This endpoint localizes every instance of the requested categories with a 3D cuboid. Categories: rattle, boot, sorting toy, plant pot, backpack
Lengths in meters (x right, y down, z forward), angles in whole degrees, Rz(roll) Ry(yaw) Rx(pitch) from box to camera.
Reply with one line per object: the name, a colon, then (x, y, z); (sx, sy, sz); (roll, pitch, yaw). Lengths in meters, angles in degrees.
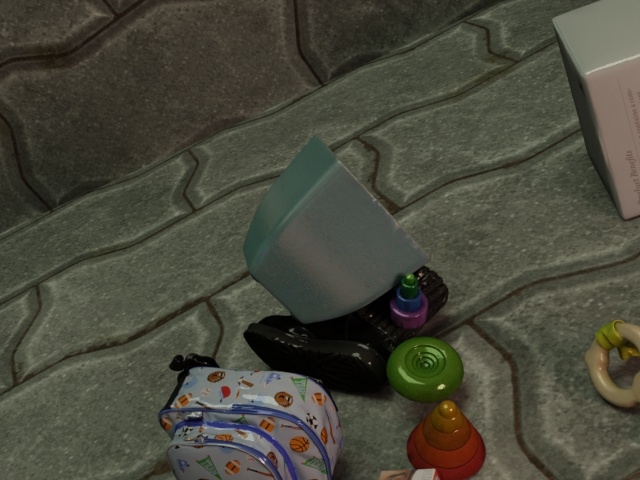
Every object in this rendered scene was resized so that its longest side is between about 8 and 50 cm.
rattle: (0.500, 0.214, 1.364); (0.130, 0.143, 0.199); (-54, 42, 14)
boot: (0.048, 0.150, 1.730); (0.348, 0.131, 0.260); (8, 46, 37)
sorting toy: (0.172, 0.194, 1.452); (0.127, 0.126, 0.365); (-8, 46, -3)
plant pot: (0.000, 0.000, 1.637); (0.252, 0.247, 0.248); (-42, 19, 4)
backpack: (-0.102, 0.321, 1.445); (0.264, 0.276, 0.213); (-9, 36, 15)

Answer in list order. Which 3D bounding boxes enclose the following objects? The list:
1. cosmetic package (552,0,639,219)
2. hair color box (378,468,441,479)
cosmetic package: (0.701, -0.304, 1.759); (0.394, 0.329, 0.327); (-18, 30, 13)
hair color box: (0.115, 0.411, 1.317); (0.093, 0.053, 0.167); (-11, 30, 27)
